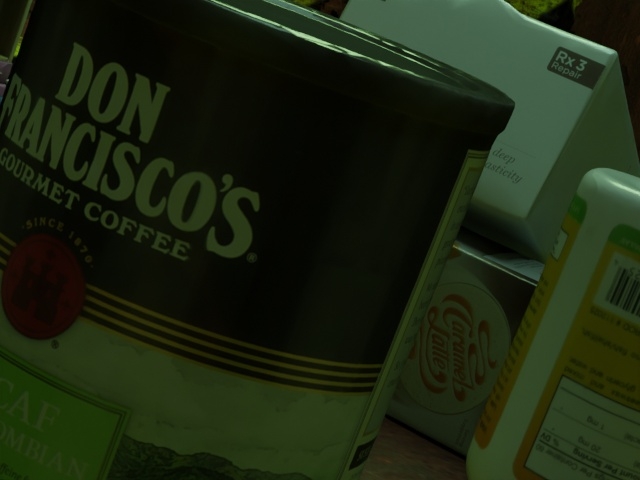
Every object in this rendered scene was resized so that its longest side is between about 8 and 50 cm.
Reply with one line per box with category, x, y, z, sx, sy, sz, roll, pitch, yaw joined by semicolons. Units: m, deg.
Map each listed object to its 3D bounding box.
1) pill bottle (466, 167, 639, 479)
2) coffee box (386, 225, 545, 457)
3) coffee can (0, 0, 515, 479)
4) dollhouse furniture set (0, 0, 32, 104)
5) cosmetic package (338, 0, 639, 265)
pill bottle;0.161;0.096;0.881;0.136;0.246;0.136;21;10;-4
coffee box;0.115;0.075;1.198;0.246;0.141;0.098;25;10;26
coffee can;-0.060;0.032;0.689;0.201;0.275;0.201;20;10;-4
dollhouse furniture set;-0.232;-0.182;1.683;0.303;0.198;0.286;26;12;25
cosmetic package;0.141;-0.065;1.367;0.217;0.156;0.385;26;-7;23
